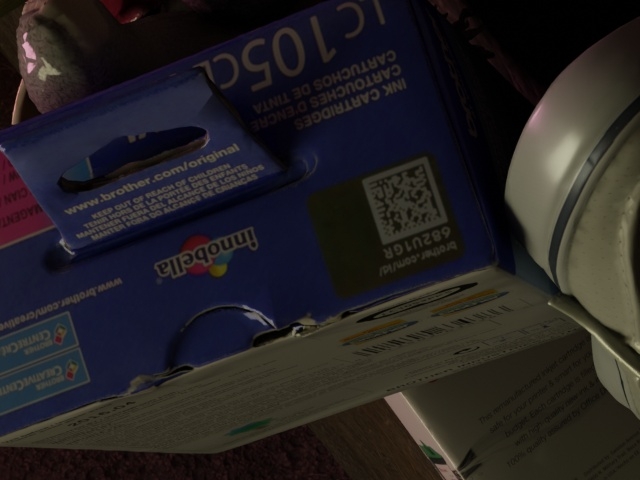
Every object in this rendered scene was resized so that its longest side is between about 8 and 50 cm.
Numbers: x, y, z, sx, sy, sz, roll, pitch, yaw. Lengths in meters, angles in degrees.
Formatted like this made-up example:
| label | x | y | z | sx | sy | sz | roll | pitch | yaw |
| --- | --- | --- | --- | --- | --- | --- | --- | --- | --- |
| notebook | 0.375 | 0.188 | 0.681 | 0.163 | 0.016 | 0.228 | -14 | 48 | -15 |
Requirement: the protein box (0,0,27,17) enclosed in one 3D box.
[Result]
| label | x | y | z | sx | sy | sz | roll | pitch | yaw |
| --- | --- | --- | --- | --- | --- | --- | --- | --- | --- |
| protein box | -0.324 | -0.319 | 1.725 | 0.136 | 0.200 | 0.201 | -30 | 99 | 45 |

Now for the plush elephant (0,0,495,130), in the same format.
| label | x | y | z | sx | sy | sz | roll | pitch | yaw |
| --- | --- | --- | --- | --- | --- | --- | --- | --- | --- |
| plush elephant | -0.076 | -0.183 | 1.055 | 0.272 | 0.330 | 0.255 | 143 | 112 | -68 |

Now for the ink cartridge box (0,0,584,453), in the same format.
| label | x | y | z | sx | sy | sz | roll | pitch | yaw |
| --- | --- | --- | --- | --- | --- | --- | --- | --- | --- |
| ink cartridge box | -0.024 | 0.003 | 0.953 | 0.395 | 0.270 | 0.151 | 18 | -127 | -73 |

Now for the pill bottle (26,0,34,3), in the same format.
| label | x | y | z | sx | sy | sz | roll | pitch | yaw |
| --- | --- | --- | --- | --- | --- | --- | --- | --- | --- |
| pill bottle | -0.301 | -0.324 | 1.993 | 0.108 | 0.108 | 0.180 | 53 | 170 | 1 |

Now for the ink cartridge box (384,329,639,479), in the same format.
| label | x | y | z | sx | sy | sz | roll | pitch | yaw |
| --- | --- | --- | --- | --- | --- | --- | --- | --- | --- |
| ink cartridge box | 0.155 | 0.122 | 1.261 | 0.219 | 0.160 | 0.092 | 55 | 171 | -5 |

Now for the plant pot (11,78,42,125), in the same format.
| label | x | y | z | sx | sy | sz | roll | pitch | yaw |
| --- | --- | --- | --- | --- | --- | --- | --- | --- | --- |
| plant pot | -0.115 | -0.130 | 1.483 | 0.256 | 0.256 | 0.274 | 57 | -173 | -25 |

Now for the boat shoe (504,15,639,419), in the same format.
| label | x | y | z | sx | sy | sz | roll | pitch | yaw |
| --- | --- | --- | --- | --- | --- | --- | --- | --- | --- |
| boat shoe | 0.192 | 0.041 | 0.859 | 0.156 | 0.136 | 0.367 | 48 | 172 | 30 |
